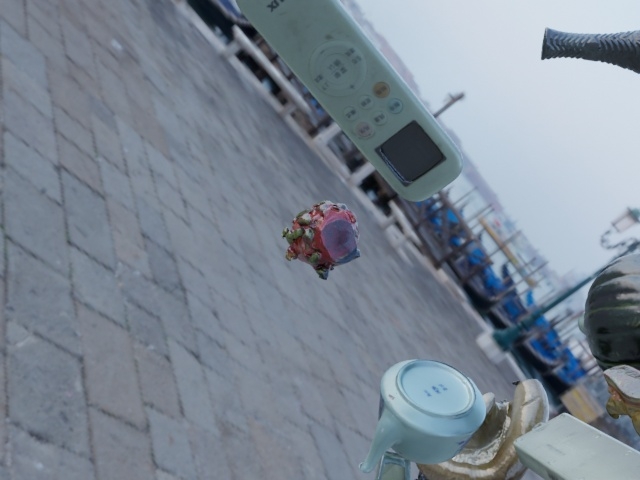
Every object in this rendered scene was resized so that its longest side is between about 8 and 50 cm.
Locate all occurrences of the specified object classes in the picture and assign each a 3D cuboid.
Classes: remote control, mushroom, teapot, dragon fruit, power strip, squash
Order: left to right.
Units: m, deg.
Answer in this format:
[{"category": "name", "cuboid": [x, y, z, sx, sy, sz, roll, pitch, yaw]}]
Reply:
[{"category": "dragon fruit", "cuboid": [0.000, 0.000, 1.720, 0.160, 0.166, 0.172, 21, -11, -18]}, {"category": "remote control", "cuboid": [0.035, -0.172, 0.862, 0.309, 0.090, 0.038, 49, 24, -13]}, {"category": "teapot", "cuboid": [0.157, 0.269, 1.199, 0.232, 0.159, 0.159, -12, 58, -35]}, {"category": "mushroom", "cuboid": [0.325, 0.386, 1.504, 0.151, 0.286, 0.156, 57, -2, 45]}, {"category": "power strip", "cuboid": [0.388, 0.322, 1.109, 0.043, 0.106, 0.367, 65, -9, -8]}, {"category": "squash", "cuboid": [0.481, 0.116, 1.162, 0.218, 0.172, 0.218, 20, 51, -26]}]

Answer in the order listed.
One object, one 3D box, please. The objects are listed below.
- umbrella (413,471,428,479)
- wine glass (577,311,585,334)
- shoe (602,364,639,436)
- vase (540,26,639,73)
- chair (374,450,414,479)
[{"category": "umbrella", "cuboid": [0.272, 0.602, 2.033, 0.059, 0.235, 0.066, 26, -14, 36]}, {"category": "wine glass", "cuboid": [0.719, 0.233, 2.057, 0.073, 0.073, 0.155, 50, 6, -12]}, {"category": "shoe", "cuboid": [0.386, 0.194, 0.971, 0.109, 0.072, 0.069, 21, -47, 65]}, {"category": "vase", "cuboid": [0.646, -0.456, 1.900, 0.115, 0.237, 0.115, 8, 90, -80]}, {"category": "chair", "cuboid": [0.156, 0.547, 1.690, 0.275, 0.203, 0.190, 16, 50, -12]}]
